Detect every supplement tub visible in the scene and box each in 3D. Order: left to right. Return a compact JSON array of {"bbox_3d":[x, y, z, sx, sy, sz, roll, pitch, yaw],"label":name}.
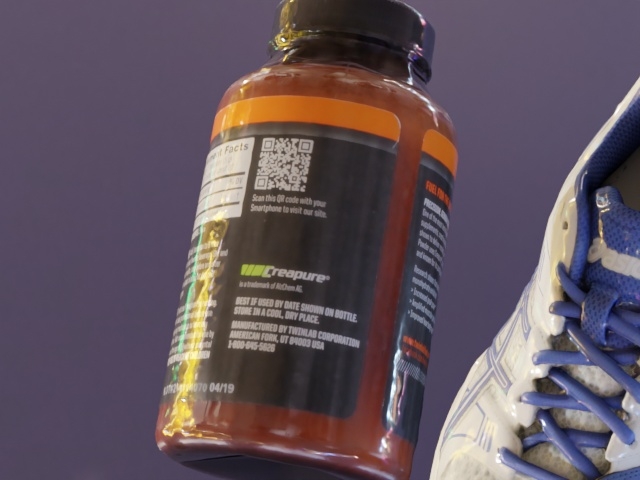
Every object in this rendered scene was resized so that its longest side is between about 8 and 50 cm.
[{"bbox_3d":[0.000,0.000,0.683,0.106,0.106,0.198,10,-106,3],"label":"supplement tub"}]

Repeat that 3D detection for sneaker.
[{"bbox_3d":[0.118,0.038,0.730,0.112,0.131,0.296,17,-112,18],"label":"sneaker"}]
